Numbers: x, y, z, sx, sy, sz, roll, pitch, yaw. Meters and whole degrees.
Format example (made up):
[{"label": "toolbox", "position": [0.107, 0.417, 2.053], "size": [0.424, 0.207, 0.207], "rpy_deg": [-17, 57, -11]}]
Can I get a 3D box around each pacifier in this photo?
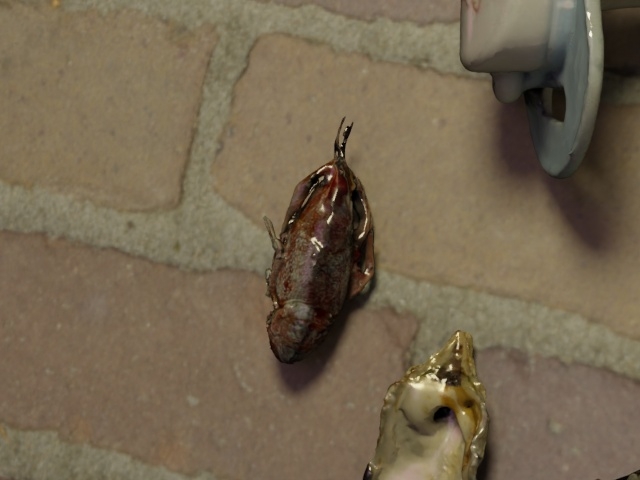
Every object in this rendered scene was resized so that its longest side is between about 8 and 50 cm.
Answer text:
[{"label": "pacifier", "position": [0.205, -0.185, 1.101], "size": [0.225, 0.238, 0.287], "rpy_deg": [2, 96, -2]}]

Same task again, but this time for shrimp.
[{"label": "shrimp", "position": [0.000, 0.000, 1.216], "size": [0.073, 0.074, 0.190], "rpy_deg": [6, 86, 63]}]

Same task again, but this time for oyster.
[{"label": "oyster", "position": [0.074, 0.151, 1.144], "size": [0.121, 0.045, 0.146], "rpy_deg": [-27, 72, 18]}]

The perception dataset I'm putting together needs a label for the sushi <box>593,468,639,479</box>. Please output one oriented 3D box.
[{"label": "sushi", "position": [0.209, 0.258, 0.967], "size": [0.213, 0.204, 0.200], "rpy_deg": [-5, 41, -9]}]
